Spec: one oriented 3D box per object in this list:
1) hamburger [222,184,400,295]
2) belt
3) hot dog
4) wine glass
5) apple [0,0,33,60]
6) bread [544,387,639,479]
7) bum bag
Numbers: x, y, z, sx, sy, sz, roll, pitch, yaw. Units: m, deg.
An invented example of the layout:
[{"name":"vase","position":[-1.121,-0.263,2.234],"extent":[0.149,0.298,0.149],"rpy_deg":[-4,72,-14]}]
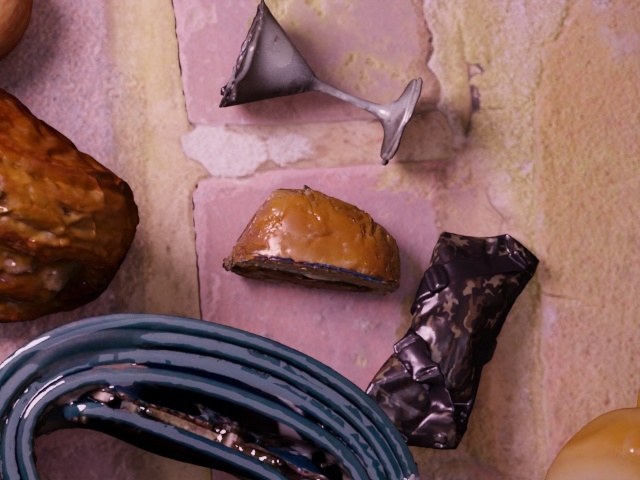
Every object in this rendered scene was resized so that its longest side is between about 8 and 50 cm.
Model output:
[{"name":"hamburger","position":[-0.004,-0.007,1.858],"extent":[0.176,0.087,0.102],"rpy_deg":[7,84,-2]},{"name":"belt","position":[-0.119,0.231,1.774],"extent":[0.436,0.173,0.300],"rpy_deg":[17,83,-3]},{"name":"hot dog","position":[-0.358,-0.068,1.759],"extent":[0.387,0.267,0.174],"rpy_deg":[35,51,-2]},{"name":"wine glass","position":[0.001,-0.151,1.872],"extent":[0.182,0.122,0.122],"rpy_deg":[22,81,-8]},{"name":"apple","position":[-0.350,-0.230,1.825],"extent":[0.146,0.146,0.131],"rpy_deg":[30,61,-1]},{"name":"bread","position":[0.403,0.328,1.804],"extent":[0.424,0.329,0.245],"rpy_deg":[52,40,3]},{"name":"bum bag","position":[0.128,0.091,1.862],"extent":[0.102,0.069,0.248],"rpy_deg":[21,62,13]}]
